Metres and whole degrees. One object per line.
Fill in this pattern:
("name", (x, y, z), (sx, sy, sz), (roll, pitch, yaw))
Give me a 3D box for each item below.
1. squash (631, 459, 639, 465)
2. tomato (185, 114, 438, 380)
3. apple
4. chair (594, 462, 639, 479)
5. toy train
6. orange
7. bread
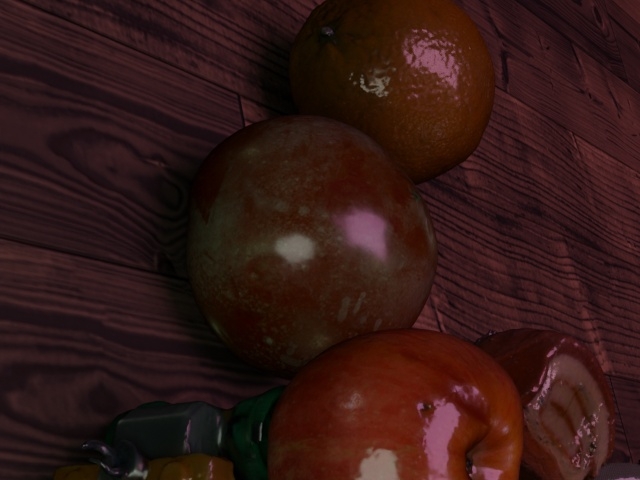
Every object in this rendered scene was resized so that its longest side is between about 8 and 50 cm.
("squash", (0.503, 0.465, 1.858), (0.261, 0.189, 0.189), (61, 29, -3))
("tomato", (0.000, 0.000, 1.291), (0.270, 0.222, 0.270), (42, 38, -44))
("apple", (0.064, 0.165, 0.978), (0.209, 0.164, 0.210), (11, 76, -53))
("chair", (0.414, 0.471, 1.675), (0.160, 0.186, 0.319), (-2, 41, -18))
("toy train", (-0.052, 0.272, 1.083), (0.429, 0.178, 0.249), (31, 57, -48))
("orange", (0.082, -0.189, 1.550), (0.264, 0.264, 0.264), (38, 40, -42))
("bread", (0.281, 0.225, 1.659), (0.244, 0.123, 0.190), (49, 64, -34))
